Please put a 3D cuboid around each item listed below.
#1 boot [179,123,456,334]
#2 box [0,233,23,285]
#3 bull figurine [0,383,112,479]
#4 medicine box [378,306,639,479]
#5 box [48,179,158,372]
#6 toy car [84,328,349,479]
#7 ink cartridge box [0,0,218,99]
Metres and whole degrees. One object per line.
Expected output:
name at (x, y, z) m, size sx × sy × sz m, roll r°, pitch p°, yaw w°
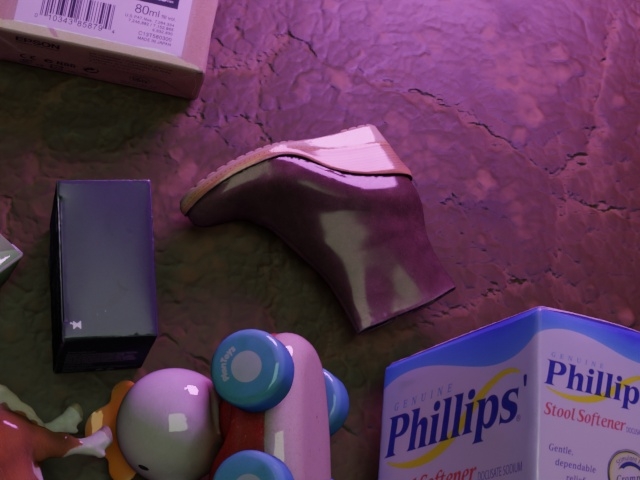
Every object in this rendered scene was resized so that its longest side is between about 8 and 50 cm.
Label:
boot at (0.000, 0.000, 1.612) m, size 0.248 × 0.090 × 0.207 m, roll -18°, pitch 76°, yaw -20°
box at (-0.460, 0.019, 1.448) m, size 0.232 × 0.058 × 0.322 m, roll 44°, pitch 40°, yaw 3°
bull figurine at (-0.283, 0.231, 1.445) m, size 0.188 × 0.101 × 0.311 m, roll -4°, pitch 84°, yaw -37°
medicine box at (0.179, 0.239, 1.465) m, size 0.149 × 0.263 × 0.289 m, roll 15°, pitch 67°, yaw -27°
box at (-0.213, 0.037, 1.521) m, size 0.093 × 0.158 × 0.156 m, roll -1°, pitch 75°, yaw -12°
toy car at (-0.113, 0.200, 1.504) m, size 0.237 × 0.219 × 0.210 m, roll -6°, pitch 74°, yaw 17°
ink cartridge box at (-0.222, -0.270, 1.647) m, size 0.234 × 0.088 × 0.193 m, roll 11°, pitch 73°, yaw -8°
